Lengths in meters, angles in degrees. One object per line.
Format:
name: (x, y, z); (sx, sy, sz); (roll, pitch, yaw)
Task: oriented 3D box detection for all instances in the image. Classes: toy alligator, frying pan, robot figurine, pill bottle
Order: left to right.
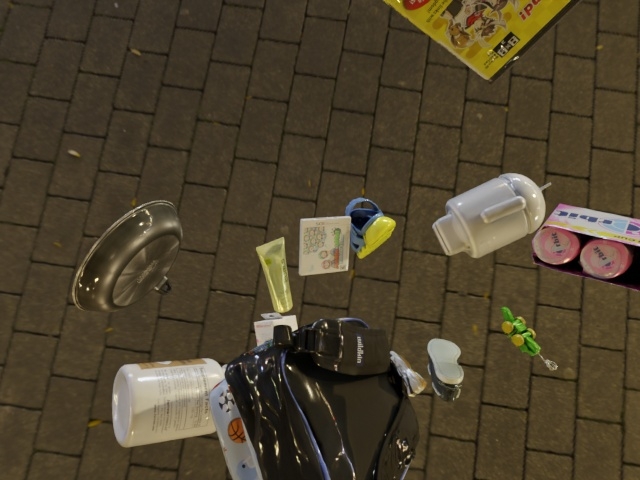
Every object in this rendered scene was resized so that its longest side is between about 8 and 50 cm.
frying pan: (-0.287, 0.068, 0.788); (0.053, 0.326, 0.197); (35, 52, 11)
pill bottle: (-0.231, 0.275, 0.880); (0.229, 0.131, 0.131); (5, 79, -35)
robot figurine: (0.527, -0.077, 1.543); (0.354, 0.300, 0.199); (-26, 87, 3)
toy alligator: (0.505, 0.252, 1.255); (0.056, 0.051, 0.189); (-15, 56, -29)

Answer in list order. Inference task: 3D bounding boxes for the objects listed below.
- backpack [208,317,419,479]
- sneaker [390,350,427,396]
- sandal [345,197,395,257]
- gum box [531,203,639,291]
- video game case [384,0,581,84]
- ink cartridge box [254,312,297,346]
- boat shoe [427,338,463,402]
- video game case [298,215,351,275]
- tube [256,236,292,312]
backpack: (0.009, 0.228, 0.646); (0.213, 0.263, 0.276); (-21, 84, 32)
sneaker: (0.125, 0.206, 0.778); (0.037, 0.032, 0.083); (-50, 39, 5)
sandal: (0.135, -0.041, 1.501); (0.126, 0.317, 0.138); (-39, 80, -12)
gum box: (0.388, 0.010, 0.670); (0.189, 0.107, 0.062); (17, 117, 31)
video game case: (0.147, -0.288, 0.375); (0.248, 0.275, 0.035); (26, 41, -25)
ink cartridge box: (-0.122, 0.277, 1.447); (0.090, 0.092, 0.143); (-6, 85, -45)
boat shoe: (0.400, 0.413, 1.639); (0.115, 0.302, 0.091); (8, 104, 11)
video game case: (0.012, 0.014, 1.372); (0.143, 0.019, 0.157); (-5, 109, -22)
tube: (-0.135, 0.110, 1.546); (0.062, 0.070, 0.240); (2, 119, 20)
